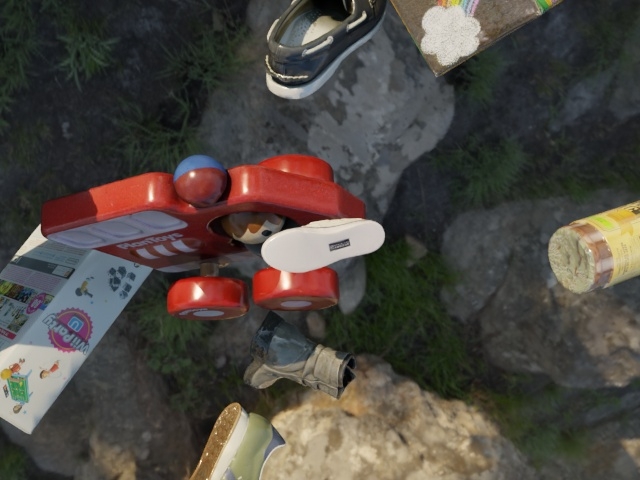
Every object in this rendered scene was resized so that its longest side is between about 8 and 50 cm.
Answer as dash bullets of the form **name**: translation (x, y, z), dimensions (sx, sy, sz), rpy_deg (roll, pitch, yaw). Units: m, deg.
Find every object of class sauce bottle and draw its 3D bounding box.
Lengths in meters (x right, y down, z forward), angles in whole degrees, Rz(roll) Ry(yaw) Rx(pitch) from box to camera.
- **sauce bottle**: translation (0.521, -0.013, 1.079), dimensions (0.344, 0.111, 0.111), rpy_deg (-16, 138, -21)

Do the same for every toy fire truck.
- **toy fire truck**: translation (-0.118, -0.016, 0.769), dimensions (0.302, 0.169, 0.254), rpy_deg (-10, 163, 27)

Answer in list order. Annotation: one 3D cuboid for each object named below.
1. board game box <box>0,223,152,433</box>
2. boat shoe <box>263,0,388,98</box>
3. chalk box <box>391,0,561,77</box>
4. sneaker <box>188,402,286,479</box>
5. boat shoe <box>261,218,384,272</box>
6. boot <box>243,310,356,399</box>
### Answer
- **board game box**: translation (-0.394, 0.095, 0.993), dimensions (0.097, 0.224, 0.303), rpy_deg (49, 63, -34)
- **boat shoe**: translation (0.019, -0.332, 1.013), dimensions (0.114, 0.302, 0.091), rpy_deg (20, 148, 13)
- **chalk box**: translation (0.193, -0.418, 0.992), dimensions (0.180, 0.289, 0.179), rpy_deg (-25, -171, 38)
- **sneaker**: translation (-0.105, 0.286, 0.776), dimensions (0.086, 0.064, 0.192), rpy_deg (32, 80, -25)
- **boat shoe**: translation (0.000, 0.000, 0.558), dimensions (0.100, 0.035, 0.035), rpy_deg (-14, 106, -12)
- **boot**: translation (-0.033, 0.212, 1.100), dimensions (0.083, 0.161, 0.246), rpy_deg (-58, 172, -28)
